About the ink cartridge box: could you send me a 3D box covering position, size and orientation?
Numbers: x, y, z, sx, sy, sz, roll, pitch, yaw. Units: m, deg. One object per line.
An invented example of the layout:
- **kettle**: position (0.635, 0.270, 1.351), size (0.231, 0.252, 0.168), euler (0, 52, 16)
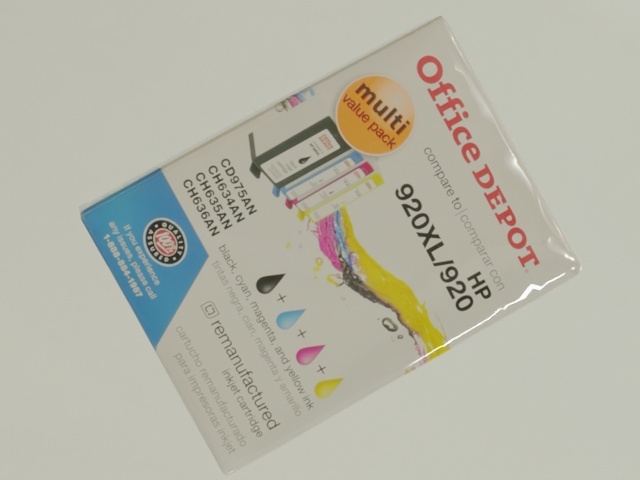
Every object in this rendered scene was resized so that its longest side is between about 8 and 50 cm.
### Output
- **ink cartridge box**: position (0.000, 0.000, 1.088), size (0.232, 0.171, 0.168), euler (-29, -176, -6)
